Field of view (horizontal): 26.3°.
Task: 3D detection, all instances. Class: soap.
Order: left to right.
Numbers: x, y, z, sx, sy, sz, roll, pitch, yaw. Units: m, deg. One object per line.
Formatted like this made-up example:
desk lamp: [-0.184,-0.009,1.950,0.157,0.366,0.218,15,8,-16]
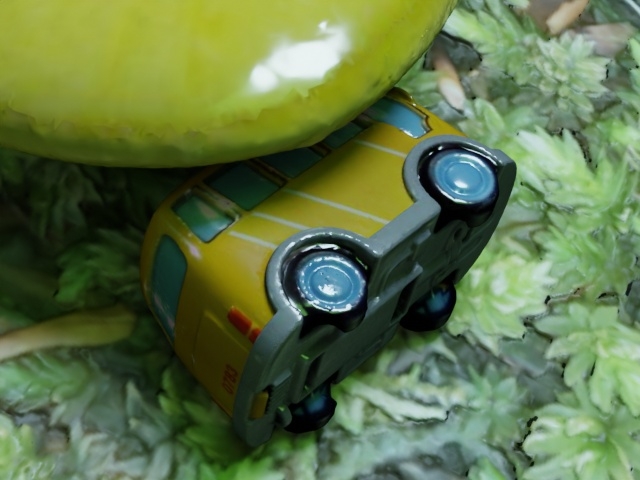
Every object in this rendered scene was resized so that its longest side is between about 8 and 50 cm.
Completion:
soap: [-0.056,-0.181,0.812,0.306,0.115,0.427,12,46,16]

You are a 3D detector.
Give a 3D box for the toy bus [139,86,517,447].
toy bus: [0.000,0.000,0.759,0.136,0.126,0.209,41,57,20]
